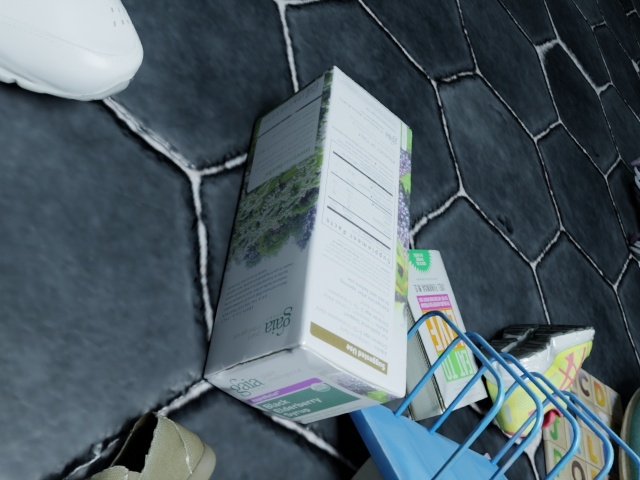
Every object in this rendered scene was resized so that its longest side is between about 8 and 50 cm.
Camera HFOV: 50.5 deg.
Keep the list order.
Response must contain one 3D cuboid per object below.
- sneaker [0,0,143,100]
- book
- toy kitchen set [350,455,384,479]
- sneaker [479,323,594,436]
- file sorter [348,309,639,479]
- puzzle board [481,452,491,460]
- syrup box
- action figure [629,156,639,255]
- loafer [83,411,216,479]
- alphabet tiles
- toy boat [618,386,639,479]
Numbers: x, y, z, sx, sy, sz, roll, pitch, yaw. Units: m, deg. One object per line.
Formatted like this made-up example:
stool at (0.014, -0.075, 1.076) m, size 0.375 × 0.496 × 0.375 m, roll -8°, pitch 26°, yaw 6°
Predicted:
sneaker at (-0.195, -0.211, 0.363) m, size 0.297 × 0.129 × 0.111 m, roll 54°, pitch 38°, yaw -13°
book at (0.099, 0.079, 0.610) m, size 0.096 × 0.035 × 0.144 m, roll 2°, pitch 67°, yaw -52°
toy kitchen set at (0.066, 0.282, 0.433) m, size 0.122 × 0.166 × 0.207 m, roll 31°, pitch 12°, yaw -35°
sneaker at (0.220, 0.137, 0.684) m, size 0.208 × 0.081 × 0.094 m, roll -8°, pitch 91°, yaw -50°
file sorter at (0.125, 0.142, 0.488) m, size 0.170 × 0.104 × 0.118 m, roll 31°, pitch 10°, yaw -28°
puzzle board at (0.151, 0.262, 0.578) m, size 0.096 × 0.011 × 0.128 m, roll -22°, pitch 85°, yaw -52°
syrup box at (0.000, 0.000, 0.490) m, size 0.096 × 0.093 × 0.237 m, roll 32°, pitch 48°, yaw -34°
action figure at (0.600, -0.005, 1.170) m, size 0.185 × 0.099 × 0.285 m, roll 29°, pitch 53°, yaw -44°
loafer at (-0.106, 0.140, 0.327) m, size 0.050 × 0.056 × 0.148 m, roll 54°, pitch 29°, yaw -10°
alphabet tiles at (0.320, 0.245, 0.778) m, size 0.237 × 0.009 × 0.198 m, roll 32°, pitch 48°, yaw -32°
toy boat at (0.501, 0.251, 0.744) m, size 0.267 × 0.318 × 0.148 m, roll -55°, pitch 155°, yaw -45°
